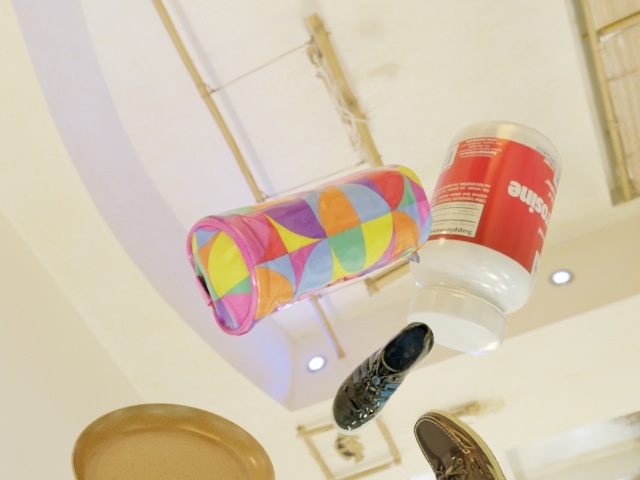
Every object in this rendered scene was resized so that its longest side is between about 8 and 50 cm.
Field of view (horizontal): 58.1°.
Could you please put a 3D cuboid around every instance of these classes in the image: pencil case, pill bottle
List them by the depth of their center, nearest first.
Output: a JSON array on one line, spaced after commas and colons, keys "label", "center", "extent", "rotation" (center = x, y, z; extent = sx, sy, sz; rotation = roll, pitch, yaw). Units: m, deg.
[{"label": "pencil case", "center": [0.000, 0.000, 0.504], "extent": [0.236, 0.104, 0.105], "rotation": [-18, -94, -43]}, {"label": "pill bottle", "center": [0.306, -0.006, 1.101], "extent": [0.408, 0.228, 0.229], "rotation": [-68, -31, -22]}]

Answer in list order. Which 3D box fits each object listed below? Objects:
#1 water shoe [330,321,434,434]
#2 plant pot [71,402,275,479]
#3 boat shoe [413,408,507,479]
[{"label": "water shoe", "center": [0.085, 0.194, 0.845], "extent": [0.073, 0.203, 0.080], "rotation": [39, 171, 22]}, {"label": "plant pot", "center": [-0.171, 0.271, 0.679], "extent": [0.236, 0.236, 0.033], "rotation": [-58, -14, -77]}, {"label": "boat shoe", "center": [0.133, 0.216, 0.510], "extent": [0.049, 0.056, 0.152], "rotation": [4, -146, -46]}]
